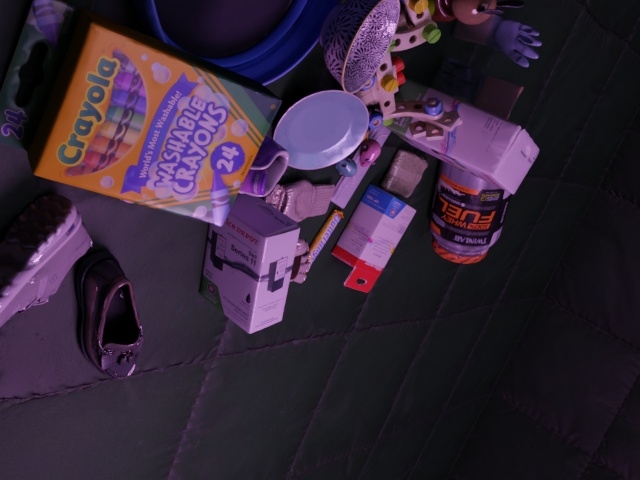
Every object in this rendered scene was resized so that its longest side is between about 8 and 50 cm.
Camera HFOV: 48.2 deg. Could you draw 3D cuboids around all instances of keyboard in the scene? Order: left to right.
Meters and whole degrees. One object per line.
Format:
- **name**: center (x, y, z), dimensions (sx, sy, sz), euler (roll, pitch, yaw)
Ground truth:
- **keyboard**: center (0.100, -0.188, 1.552), dimensions (0.256, 0.014, 0.072), euler (-58, 153, 2)

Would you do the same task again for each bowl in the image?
- **bowl**: center (-0.104, -0.410, 1.015), dimensions (0.391, 0.077, 0.391), euler (-34, 141, -33)
- **bowl**: center (0.051, -0.331, 1.156), dimensions (0.170, 0.080, 0.170), euler (-51, 163, -22)

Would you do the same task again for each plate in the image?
- **plate**: center (-0.001, -0.208, 1.328), dimensions (0.188, 0.024, 0.188), euler (-14, 142, -11)

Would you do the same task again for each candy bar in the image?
- **candy bar**: center (0.000, 0.000, 1.570), dimensions (0.161, 0.018, 0.040), euler (-56, 149, 0)

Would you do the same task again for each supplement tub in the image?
- **supplement tub**: center (0.387, -0.108, 1.839), dimensions (0.194, 0.194, 0.316), euler (-30, 138, -37)

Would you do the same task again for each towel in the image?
- **towel**: center (0.202, -0.158, 1.700), dimensions (0.148, 0.027, 0.110), euler (12, 107, -57)

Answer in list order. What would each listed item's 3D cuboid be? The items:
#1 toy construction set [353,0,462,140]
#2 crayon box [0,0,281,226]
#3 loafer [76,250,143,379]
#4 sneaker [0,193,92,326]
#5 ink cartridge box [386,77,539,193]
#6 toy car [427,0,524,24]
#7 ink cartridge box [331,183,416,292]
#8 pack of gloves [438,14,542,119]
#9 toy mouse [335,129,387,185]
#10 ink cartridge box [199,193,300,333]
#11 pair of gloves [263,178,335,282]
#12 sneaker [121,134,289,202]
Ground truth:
- **toy construction set**: center (0.149, -0.322, 1.349), dimensions (0.215, 0.151, 0.327), euler (-31, 129, -9)
- **crayon box**: center (-0.237, -0.157, 0.932), dimensions (0.323, 0.083, 0.203), euler (16, 110, -35)
- **loafer**: center (-0.337, 0.143, 1.168), dimensions (0.096, 0.084, 0.267), euler (-32, 140, -35)
- **sneaker**: center (-0.418, 0.073, 0.978), dimensions (0.281, 0.105, 0.115), euler (-48, 147, -17)
- **ink cartridge box**: center (0.303, -0.221, 1.532), dimensions (0.117, 0.278, 0.201), euler (-63, 152, 6)
- **toy car**: center (0.294, -0.483, 1.389), dimensions (0.155, 0.188, 0.149), euler (-30, 139, -37)
- **ink cartridge box**: center (0.115, -0.001, 1.668), dimensions (0.134, 0.078, 0.231), euler (23, 98, -57)
- **pack of gloves**: center (0.364, -0.381, 1.532), dimensions (0.046, 0.232, 0.195), euler (1, 119, -41)
- **toy mouse**: center (0.083, -0.173, 1.496), dimensions (0.161, 0.031, 0.143), euler (-19, 128, -38)
- **ink cartridge box**: center (-0.132, 0.038, 1.296), dimensions (0.087, 0.153, 0.208), euler (-19, 130, -44)
- **pair of gloves**: center (-0.062, -0.013, 1.451), dimensions (0.204, 0.042, 0.240), euler (0, 116, -54)
- **sneaker**: center (-0.171, -0.111, 1.107), dimensions (0.282, 0.161, 0.102), euler (-29, 140, -36)
